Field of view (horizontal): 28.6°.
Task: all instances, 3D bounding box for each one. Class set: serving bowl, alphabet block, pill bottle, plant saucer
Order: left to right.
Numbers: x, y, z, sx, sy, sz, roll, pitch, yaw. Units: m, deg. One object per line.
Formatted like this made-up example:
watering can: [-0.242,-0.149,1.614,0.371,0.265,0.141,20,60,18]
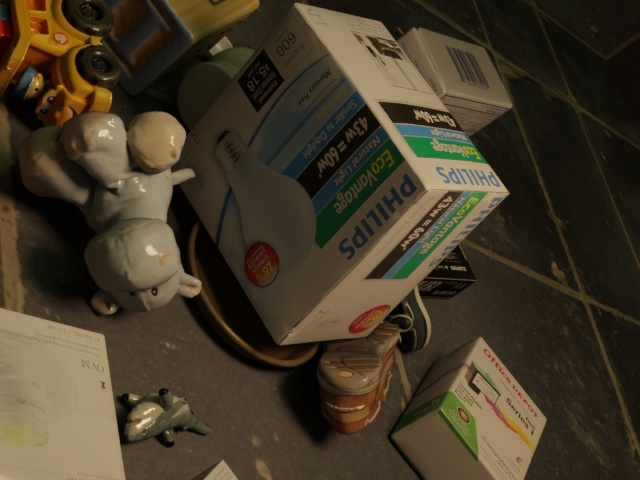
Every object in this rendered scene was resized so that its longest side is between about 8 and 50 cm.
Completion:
alphabet block: [-0.254,-0.380,2.021,0.193,0.192,0.197,55,40,-5]
serving bowl: [-0.192,-0.345,2.267,0.083,0.027,0.083,36,34,-29]
plant saucer: [-0.107,0.078,1.944,0.278,0.041,0.278,34,36,-30]
pill bottle: [-0.107,-0.248,2.146,0.169,0.169,0.301,58,31,8]

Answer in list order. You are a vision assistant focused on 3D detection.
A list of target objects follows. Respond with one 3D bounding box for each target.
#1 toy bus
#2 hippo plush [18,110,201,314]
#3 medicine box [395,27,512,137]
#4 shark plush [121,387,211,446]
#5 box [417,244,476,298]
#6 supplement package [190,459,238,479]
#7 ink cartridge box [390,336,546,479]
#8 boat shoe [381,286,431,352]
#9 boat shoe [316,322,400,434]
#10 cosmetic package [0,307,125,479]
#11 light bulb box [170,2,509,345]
toy bus: [-0.408,-0.261,1.784,0.211,0.149,0.220,8,55,-35]
hippo plush: [-0.285,-0.021,1.692,0.294,0.234,0.236,100,-15,-74]
medicine box: [0.172,-0.255,2.423,0.263,0.289,0.149,2,60,-54]
shark plush: [-0.206,0.241,1.658,0.161,0.073,0.067,38,48,-64]
box: [0.135,-0.021,2.347,0.322,0.079,0.257,5,54,-53]
supplement package: [-0.115,0.414,1.496,0.244,0.134,0.139,53,30,-2]
ink cartridge box: [0.258,0.318,2.131,0.201,0.117,0.278,52,30,-4]
boat shoe: [0.129,0.107,2.137,0.095,0.254,0.079,32,58,34]
boat shoe: [0.055,0.209,1.982,0.324,0.123,0.116,-45,138,-71]
cosmetic package: [-0.349,0.205,1.381,0.224,0.138,0.224,20,45,-44]
light bulb box: [0.017,-0.093,1.876,0.225,0.358,0.361,-1,51,-51]
